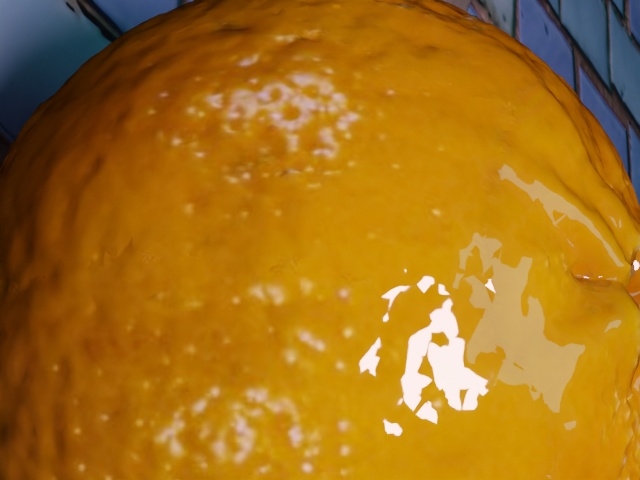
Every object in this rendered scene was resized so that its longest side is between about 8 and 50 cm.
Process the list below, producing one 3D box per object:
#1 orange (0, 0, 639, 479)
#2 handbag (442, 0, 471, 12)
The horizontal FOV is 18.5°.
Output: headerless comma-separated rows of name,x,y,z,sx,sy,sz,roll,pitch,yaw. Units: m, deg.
orange,0.010,0.047,0.872,0.340,0.293,0.340,-8,90,-67
handbag,0.058,-0.236,1.335,0.182,0.117,0.270,77,18,-47
